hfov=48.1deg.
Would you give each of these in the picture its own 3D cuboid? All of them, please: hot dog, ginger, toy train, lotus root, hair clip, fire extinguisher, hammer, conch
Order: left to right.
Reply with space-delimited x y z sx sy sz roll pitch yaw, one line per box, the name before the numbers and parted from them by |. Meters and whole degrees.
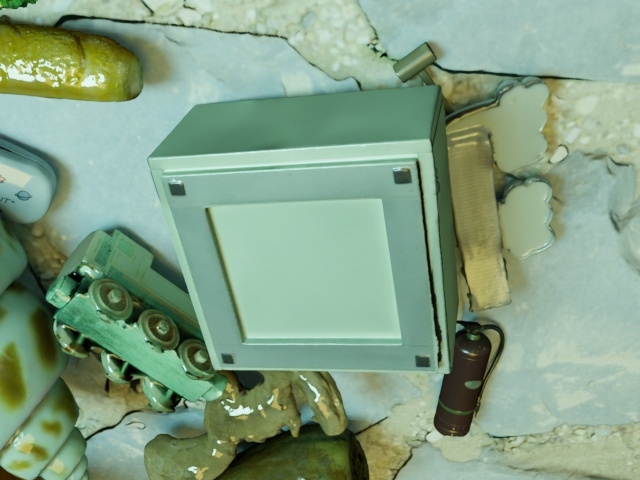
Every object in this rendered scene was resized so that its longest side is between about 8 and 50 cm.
conch | -0.352 0.084 0.649 0.368 0.197 0.249 34 114 -32
hot dog | -0.290 -0.148 0.584 0.285 0.088 0.061 1 115 -5
toy train | -0.167 0.078 0.696 0.081 0.125 0.194 -37 118 27
ginger | -0.101 0.178 0.777 0.258 0.065 0.149 -28 82 22
lotus root | -0.054 0.290 0.818 0.241 0.123 0.124 -25 155 13
hammer | 0.108 -0.125 0.642 0.035 0.019 0.110 -33 121 18
fire extinguisher | 0.164 0.144 0.788 0.078 0.045 0.157 -12 124 -27
hair clip | 0.148 -0.036 0.669 0.140 0.054 0.220 -10 121 9

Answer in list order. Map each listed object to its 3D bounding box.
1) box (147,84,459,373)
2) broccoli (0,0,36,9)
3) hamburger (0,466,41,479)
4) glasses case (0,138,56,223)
box | 0.000 0.000 0.627 0.225 0.117 0.225 -2 122 15
broccoli | -0.221 -0.285 0.407 0.254 0.269 0.269 19 120 -26
hamburger | -0.458 0.354 0.713 0.395 0.396 0.277 13 104 -9
glasses case | -0.330 -0.071 0.649 0.178 0.045 0.067 23 121 -13
